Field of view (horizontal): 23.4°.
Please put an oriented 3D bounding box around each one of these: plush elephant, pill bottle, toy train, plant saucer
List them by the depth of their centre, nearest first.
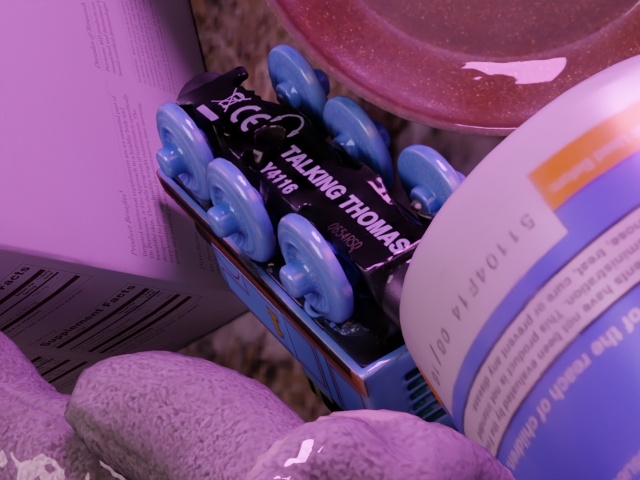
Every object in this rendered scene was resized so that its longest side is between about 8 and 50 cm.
[{"bbox_3d":[0.148,0.085,0.417,0.152,0.152,0.272,-48,54,23],"label":"pill bottle"},{"bbox_3d":[-0.059,0.154,0.427,0.330,0.255,0.272,14,77,13],"label":"plush elephant"},{"bbox_3d":[0.066,-0.138,0.550,0.198,0.036,0.198,1,102,3],"label":"plant saucer"},{"bbox_3d":[0.000,0.000,0.594,0.080,0.105,0.184,-29,40,-18],"label":"toy train"}]

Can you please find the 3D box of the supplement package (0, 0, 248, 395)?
[{"bbox_3d":[-0.164,-0.043,0.677,0.149,0.203,0.194,-30,63,33],"label":"supplement package"}]
